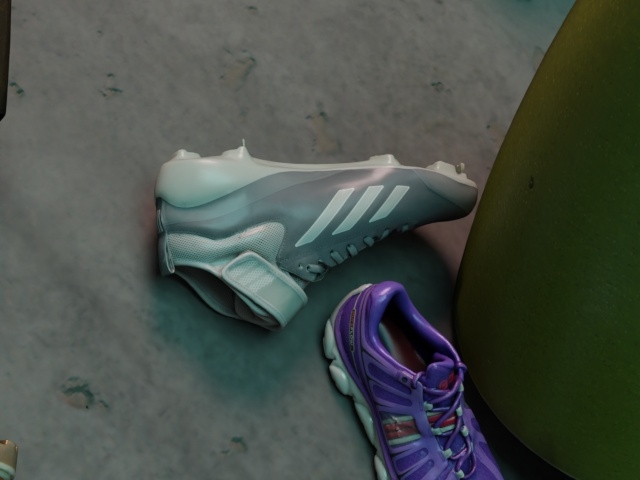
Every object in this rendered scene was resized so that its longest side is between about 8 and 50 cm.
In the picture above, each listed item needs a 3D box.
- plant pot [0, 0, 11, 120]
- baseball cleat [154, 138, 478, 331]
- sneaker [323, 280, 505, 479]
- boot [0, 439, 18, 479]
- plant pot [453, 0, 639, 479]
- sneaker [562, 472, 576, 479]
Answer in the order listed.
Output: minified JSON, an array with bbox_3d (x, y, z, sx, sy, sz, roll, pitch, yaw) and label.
[{"bbox_3d":[-0.244,-0.157,0.674,0.215,0.215,0.230,-16,90,-32],"label":"plant pot"},{"bbox_3d":[0.000,0.000,0.797,0.206,0.072,0.109,2,80,-21],"label":"baseball cleat"},{"bbox_3d":[0.061,0.101,0.767,0.068,0.071,0.170,-27,82,-34],"label":"sneaker"},{"bbox_3d":[-0.221,0.125,0.621,0.158,0.059,0.085,13,66,-23],"label":"boot"},{"bbox_3d":[0.215,-0.048,0.724,0.274,0.293,0.275,-1,49,1],"label":"plant pot"},{"bbox_3d":[0.273,0.106,0.842,0.283,0.122,0.110,-2,68,-28],"label":"sneaker"}]
